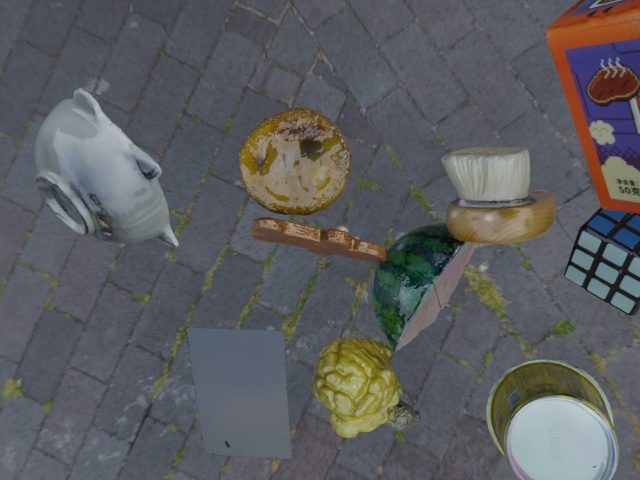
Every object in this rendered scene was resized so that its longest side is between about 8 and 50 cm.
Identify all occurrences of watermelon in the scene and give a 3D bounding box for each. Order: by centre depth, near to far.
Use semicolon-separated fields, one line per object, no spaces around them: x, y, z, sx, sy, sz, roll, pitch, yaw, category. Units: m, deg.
0.251;0.087;1.499;0.222;0.292;0.319;36;126;31;watermelon

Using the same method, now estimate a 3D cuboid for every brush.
0.357;-0.096;1.037;0.266;0.174;0.166;-10;103;-35;brush

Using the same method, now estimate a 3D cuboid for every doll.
0.159;0.495;1.579;0.202;0.286;0.091;5;78;-13;doll

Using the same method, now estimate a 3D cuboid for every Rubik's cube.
0.620;0.022;1.098;0.160;0.163;0.162;-35;51;-25;Rubik's cube

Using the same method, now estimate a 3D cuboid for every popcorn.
0.069;0.311;1.152;0.200;0.226;0.203;10;96;-18;popcorn

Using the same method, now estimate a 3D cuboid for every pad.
-0.130;0.256;0.896;0.159;0.009;0.265;1;113;6;pad

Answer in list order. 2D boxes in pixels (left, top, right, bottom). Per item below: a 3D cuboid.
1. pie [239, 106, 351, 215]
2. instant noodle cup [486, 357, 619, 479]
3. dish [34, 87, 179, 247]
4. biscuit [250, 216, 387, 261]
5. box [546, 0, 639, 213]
-0.056;-0.178;1.219;0.273;0.069;0.274;-1;86;17;pie
0.585;0.477;1.361;0.325;0.254;0.326;-1;88;16;instant noodle cup
-0.284;-0.063;0.678;0.227;0.236;0.086;14;48;38;dish
0.001;-0.003;1.240;0.323;0.205;0.049;13;78;-9;biscuit
0.486;-0.197;0.527;0.318;0.348;0.257;-36;114;-15;box
